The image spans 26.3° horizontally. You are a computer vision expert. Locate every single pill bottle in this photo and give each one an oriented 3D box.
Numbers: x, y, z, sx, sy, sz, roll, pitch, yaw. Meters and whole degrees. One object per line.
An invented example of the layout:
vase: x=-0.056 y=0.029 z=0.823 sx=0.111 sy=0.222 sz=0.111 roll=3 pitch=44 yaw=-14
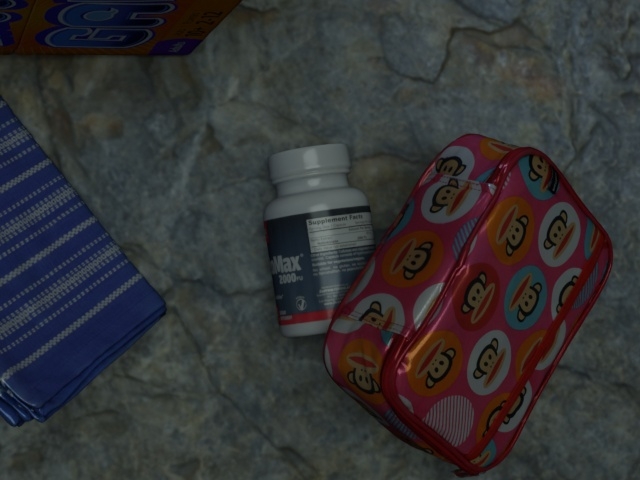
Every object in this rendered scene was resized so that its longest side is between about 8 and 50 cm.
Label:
pill bottle: x=0.000 y=0.000 z=1.349 sx=0.108 sy=0.108 sz=0.180 roll=-8 pitch=88 yaw=-10

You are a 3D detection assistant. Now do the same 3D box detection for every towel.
towel: x=-0.300 y=-0.013 z=1.259 sx=0.336 sy=0.040 sz=0.243 roll=53 pitch=36 yaw=-4

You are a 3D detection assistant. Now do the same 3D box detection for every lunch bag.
lunch bag: x=0.157 y=0.072 z=1.332 sx=0.258 sy=0.120 sz=0.293 roll=45 pitch=72 yaw=-42

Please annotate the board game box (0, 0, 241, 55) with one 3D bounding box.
board game box: x=-0.256 y=-0.369 z=1.177 sx=0.356 sy=0.356 sz=0.356 roll=-2 pitch=86 yaw=-17
